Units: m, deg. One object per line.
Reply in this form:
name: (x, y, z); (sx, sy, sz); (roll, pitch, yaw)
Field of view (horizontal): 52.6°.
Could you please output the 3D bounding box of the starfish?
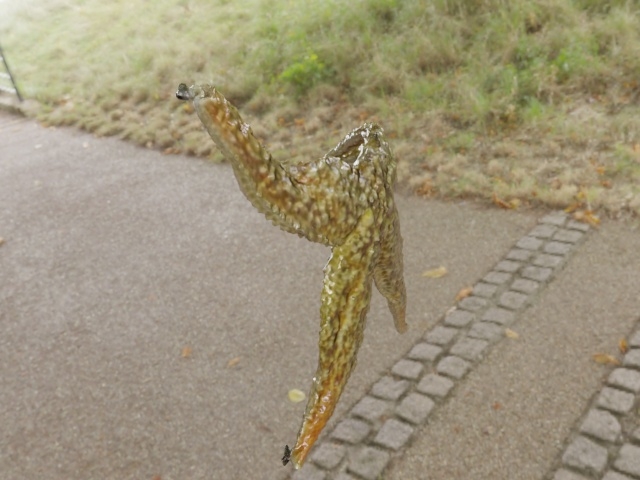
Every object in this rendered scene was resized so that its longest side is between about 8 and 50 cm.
starfish: (0.012, -0.001, 0.661); (0.132, 0.384, 0.398); (3, 24, 14)
